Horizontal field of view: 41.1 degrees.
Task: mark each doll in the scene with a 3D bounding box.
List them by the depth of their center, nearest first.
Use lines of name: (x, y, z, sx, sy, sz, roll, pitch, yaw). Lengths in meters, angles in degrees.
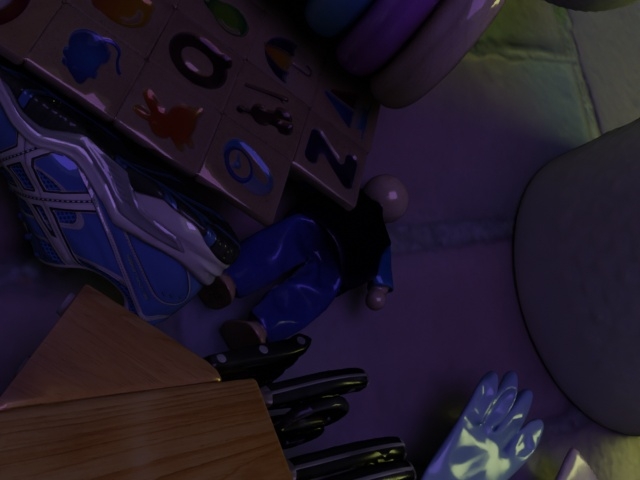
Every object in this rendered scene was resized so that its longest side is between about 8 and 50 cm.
doll: (0.000, 0.000, 0.599, 0.189, 0.046, 0.129, -34, 96, -37)

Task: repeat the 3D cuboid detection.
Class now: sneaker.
sneaker: (-0.149, -0.033, 0.484, 0.211, 0.080, 0.081, 40, 98, 3)

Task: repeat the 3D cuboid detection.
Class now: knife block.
knife block: (-0.066, 0.150, 0.433, 0.242, 0.088, 0.275, 35, 38, -9)

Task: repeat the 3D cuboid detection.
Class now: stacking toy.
stacking toy: (-0.029, -0.241, 0.587, 0.330, 0.141, 0.141, 37, 57, -11)

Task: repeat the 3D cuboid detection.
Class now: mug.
mug: (0.374, 0.049, 0.665, 0.276, 0.328, 0.374, 2, 74, -34)

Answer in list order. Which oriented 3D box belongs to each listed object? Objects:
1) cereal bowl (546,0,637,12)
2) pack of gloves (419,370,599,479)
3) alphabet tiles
cereal bowl: (0.143, -0.307, 0.694, 0.339, 0.141, 0.339, 41, 17, -16)
pack of gloves: (0.115, 0.224, 0.620, 0.232, 0.046, 0.195, -48, 115, -33)
alphabet tiles: (-0.092, -0.172, 0.578, 0.342, 0.011, 0.285, 34, 47, -22)
